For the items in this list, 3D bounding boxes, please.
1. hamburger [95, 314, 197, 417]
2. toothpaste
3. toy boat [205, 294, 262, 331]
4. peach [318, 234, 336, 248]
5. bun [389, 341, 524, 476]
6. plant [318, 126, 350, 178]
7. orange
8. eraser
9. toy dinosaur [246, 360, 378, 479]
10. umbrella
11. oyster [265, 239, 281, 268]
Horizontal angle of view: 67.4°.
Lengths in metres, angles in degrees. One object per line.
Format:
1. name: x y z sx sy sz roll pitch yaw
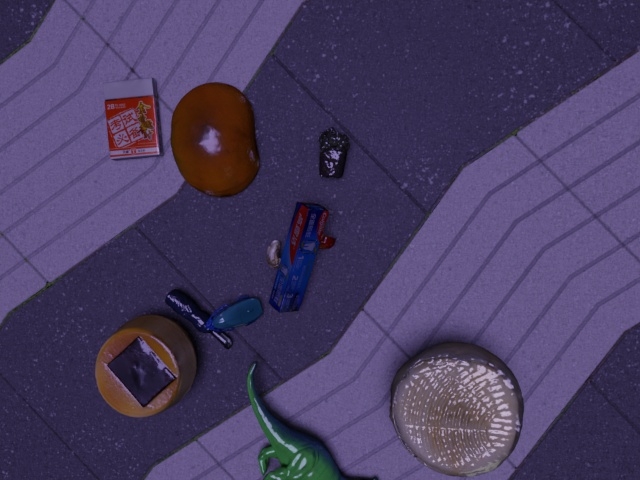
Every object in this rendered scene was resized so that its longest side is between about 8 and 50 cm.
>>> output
1. hamburger: -0.509 0.365 1.412 0.299 0.176 0.301 0 92 6
2. toothpaste: -0.064 0.051 1.367 0.066 0.076 0.321 33 113 45
3. toy boat: -0.269 0.226 1.430 0.174 0.110 0.091 -19 93 -36
4. peach: 0.000 0.000 1.416 0.083 0.077 0.050 16 90 -40
5. bun: 0.370 0.446 1.329 0.363 0.202 0.365 1 98 10
6. plant: 0.036 -0.251 1.378 0.091 0.094 0.144 8 98 15
7. orange: -0.311 -0.289 1.408 0.273 0.274 0.311 0 124 5
8. eraser: -0.566 -0.365 1.449 0.157 0.038 0.231 -4 93 5
9. toy dinosaur: -0.016 0.593 1.403 0.373 0.144 0.501 -4 97 0
10. umbrella: -0.361 0.236 1.454 0.248 0.071 0.071 37 95 -2
11. oyster: -0.125 0.045 1.427 0.080 0.038 0.083 17 74 40
